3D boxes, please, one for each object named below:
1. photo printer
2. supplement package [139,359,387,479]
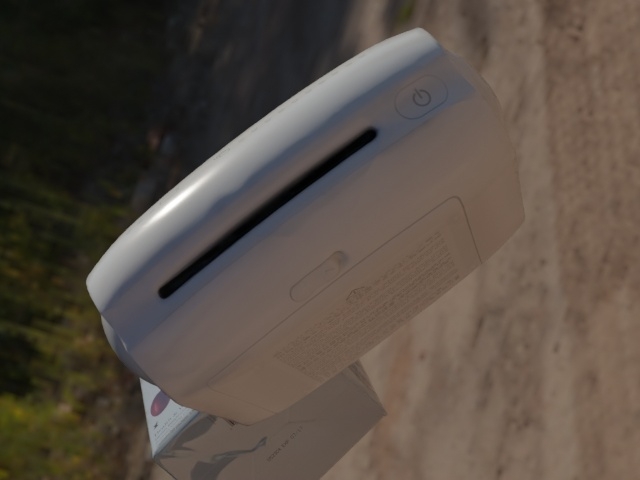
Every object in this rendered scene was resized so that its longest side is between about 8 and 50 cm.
[{"bbox_3d":[0.000,0.000,1.083,0.256,0.107,0.307,-37,-12,2],"label":"photo printer"},{"bbox_3d":[-0.065,0.161,1.893,0.194,0.149,0.203,-44,20,6],"label":"supplement package"}]
